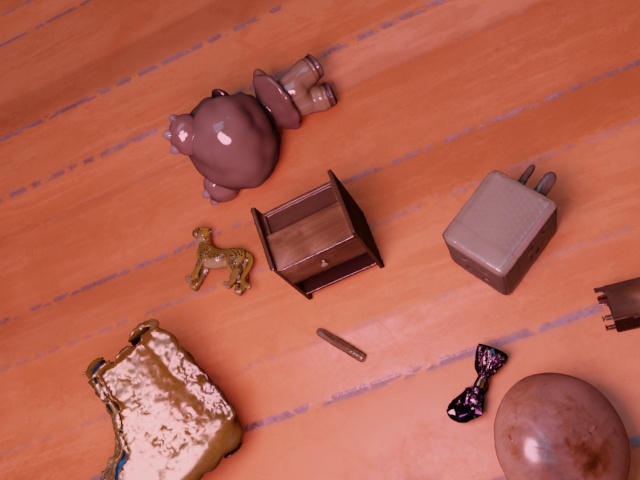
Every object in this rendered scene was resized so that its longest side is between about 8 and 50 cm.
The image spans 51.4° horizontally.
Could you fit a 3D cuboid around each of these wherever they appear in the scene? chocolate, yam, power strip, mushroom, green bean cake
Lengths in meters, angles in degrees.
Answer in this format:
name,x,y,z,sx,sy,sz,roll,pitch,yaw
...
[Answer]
name,x,y,z,sx,sy,sz,roll,pitch,yaw
chocolate,0.281,0.259,1.184,0.070,0.072,0.147,24,87,-15
yam,0.039,0.205,1.312,0.116,0.021,0.021,29,82,26
power strip,0.349,-0.036,1.226,0.139,0.140,0.224,35,84,28
mushroom,0.376,0.327,1.057,0.226,0.178,0.226,13,54,-18
green bean cake,-0.333,0.348,1.263,0.285,0.202,0.310,-36,83,-19

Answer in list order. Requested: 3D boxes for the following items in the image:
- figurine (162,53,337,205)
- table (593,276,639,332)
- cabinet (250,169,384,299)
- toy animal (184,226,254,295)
name,x,y,z,sx,sy,sz,roll,pitch,yaw
figurine,-0.139,-0.253,1.464,0.380,0.248,0.203,-37,42,-10
table,0.521,0.113,1.136,0.082,0.083,0.070,-17,62,21
cabinet,0.000,0.000,1.296,0.174,0.215,0.148,-25,63,10
toy animal,-0.208,0.043,1.442,0.181,0.073,0.136,5,64,25
